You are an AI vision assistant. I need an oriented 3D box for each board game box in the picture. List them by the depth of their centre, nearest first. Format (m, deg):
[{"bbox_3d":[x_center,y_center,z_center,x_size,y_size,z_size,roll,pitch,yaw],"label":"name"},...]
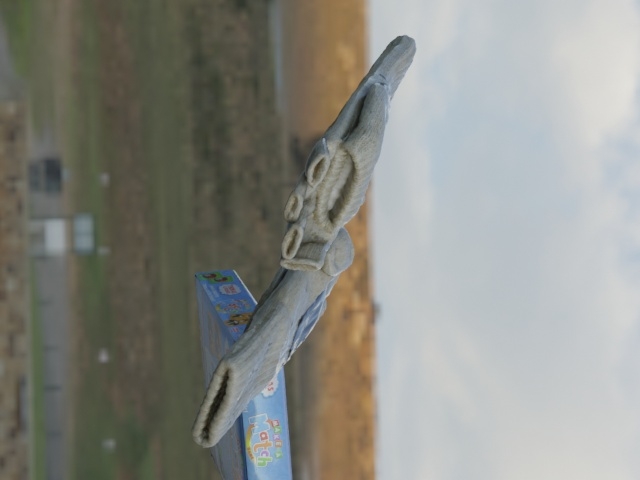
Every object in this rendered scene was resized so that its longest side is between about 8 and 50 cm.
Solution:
[{"bbox_3d":[-0.060,0.124,1.412,0.211,0.039,0.160,-131,-144,-73],"label":"board game box"}]

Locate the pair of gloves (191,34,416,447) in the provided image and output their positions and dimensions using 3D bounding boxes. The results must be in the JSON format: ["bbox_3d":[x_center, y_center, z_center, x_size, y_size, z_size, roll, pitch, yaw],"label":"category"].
[{"bbox_3d":[0.000,0.000,1.156,0.240,0.042,0.204,-67,175,28],"label":"pair of gloves"}]
